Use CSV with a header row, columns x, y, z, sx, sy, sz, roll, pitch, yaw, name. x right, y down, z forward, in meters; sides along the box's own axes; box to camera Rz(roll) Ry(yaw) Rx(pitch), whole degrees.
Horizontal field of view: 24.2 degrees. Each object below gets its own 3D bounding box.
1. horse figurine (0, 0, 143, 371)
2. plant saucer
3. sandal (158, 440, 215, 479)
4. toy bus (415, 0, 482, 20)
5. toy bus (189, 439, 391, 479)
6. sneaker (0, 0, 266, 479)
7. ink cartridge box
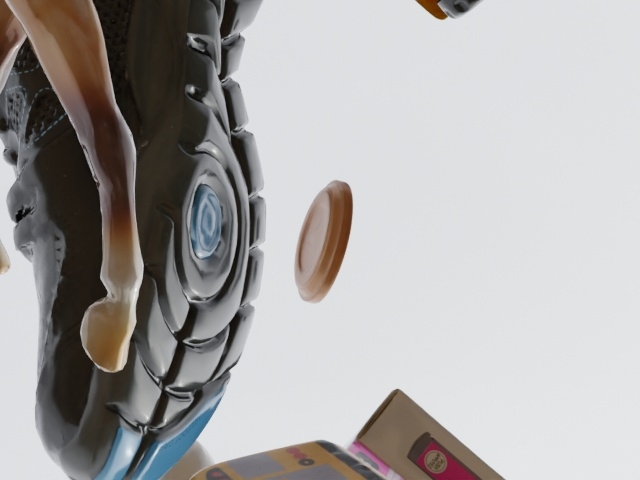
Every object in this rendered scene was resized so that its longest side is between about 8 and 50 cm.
x,y,z,sx,sy,sz,roll,pitch,yaw,name
-0.111,-0.084,0.347,0.263,0.174,0.066,20,-159,15,horse figurine
0.000,0.000,0.984,0.013,0.083,0.083,15,-117,-17,plant saucer
-0.219,0.334,1.186,0.416,0.169,0.102,-46,-73,-6,sandal
0.181,-0.351,1.509,0.211,0.220,0.149,-41,-84,-23,toy bus
0.001,0.286,0.836,0.130,0.333,0.108,-10,-160,-31,toy bus
-0.103,-0.051,0.707,0.139,0.125,0.341,0,-108,16,sneaker
0.158,0.278,1.148,0.371,0.176,0.069,38,-121,5,ink cartridge box
